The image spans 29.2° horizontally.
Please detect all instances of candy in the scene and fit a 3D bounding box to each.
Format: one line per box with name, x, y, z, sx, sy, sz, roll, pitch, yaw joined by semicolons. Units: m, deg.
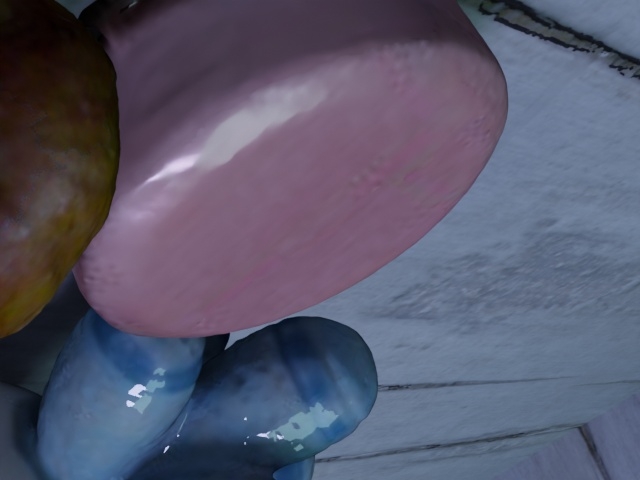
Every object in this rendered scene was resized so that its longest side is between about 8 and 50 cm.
candy;-0.026;-0.047;0.632;0.255;0.094;0.255;-24;155;-12

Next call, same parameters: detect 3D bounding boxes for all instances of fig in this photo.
fig;-0.179;-0.020;0.528;0.159;0.159;0.257;-13;172;-28

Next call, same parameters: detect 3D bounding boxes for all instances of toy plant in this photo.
toy plant;-0.119;0.140;0.792;0.332;0.247;0.247;-27;158;5
